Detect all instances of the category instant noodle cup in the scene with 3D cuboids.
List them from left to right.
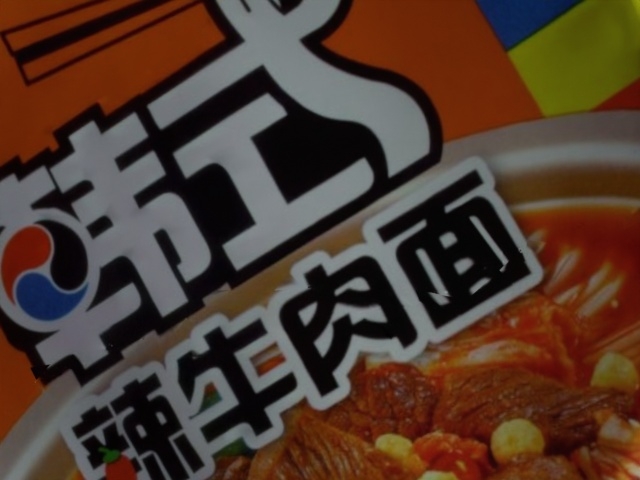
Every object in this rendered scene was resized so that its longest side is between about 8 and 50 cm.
[{"bbox_3d":[0.000,0.000,0.539,0.250,0.250,0.192,31,9,17],"label":"instant noodle cup"}]
